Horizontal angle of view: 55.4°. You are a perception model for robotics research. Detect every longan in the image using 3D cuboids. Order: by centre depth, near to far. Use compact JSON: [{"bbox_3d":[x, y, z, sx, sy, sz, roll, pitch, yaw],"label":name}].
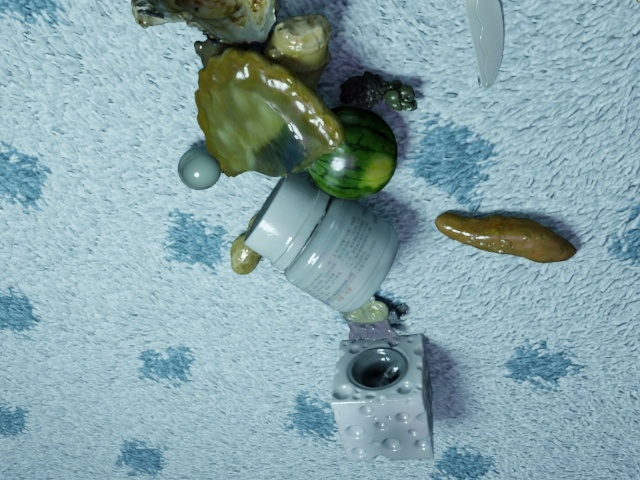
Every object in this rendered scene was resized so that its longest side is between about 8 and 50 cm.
[{"bbox_3d":[-0.212,-0.394,1.296,0.119,0.106,0.106,12,125,-20],"label":"longan"}]

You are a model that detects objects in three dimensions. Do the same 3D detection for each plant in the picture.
[{"bbox_3d":[0.125,-0.316,1.311,0.174,0.087,0.085,11,153,8],"label":"plant"}]

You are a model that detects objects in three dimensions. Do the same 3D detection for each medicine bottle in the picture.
[{"bbox_3d":[0.000,0.000,1.427,0.306,0.245,0.245,32,121,-10],"label":"medicine bottle"}]

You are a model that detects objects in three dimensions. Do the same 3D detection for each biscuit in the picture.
[{"bbox_3d":[-0.127,-0.224,1.267,0.329,0.078,0.335,34,139,2],"label":"biscuit"}]

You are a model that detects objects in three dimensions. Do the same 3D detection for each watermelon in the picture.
[{"bbox_3d":[0.068,-0.196,1.325,0.232,0.127,0.204,20,87,-13],"label":"watermelon"}]

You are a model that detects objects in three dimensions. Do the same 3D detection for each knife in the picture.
[{"bbox_3d":[0.315,-0.464,1.216,0.081,0.043,0.336,-19,123,13],"label":"knife"}]

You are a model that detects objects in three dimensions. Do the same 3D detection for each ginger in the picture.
[{"bbox_3d":[-0.085,-0.338,1.288,0.126,0.190,0.354,54,129,7],"label":"ginger"}]

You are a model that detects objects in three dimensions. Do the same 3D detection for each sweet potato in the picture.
[{"bbox_3d":[0.448,-0.010,1.435,0.355,0.106,0.095,12,89,1],"label":"sweet potato"}]

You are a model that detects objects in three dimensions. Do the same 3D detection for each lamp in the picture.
[{"bbox_3d":[-0.287,-0.170,1.451,0.105,0.105,0.105,4,122,7],"label":"lamp"}]

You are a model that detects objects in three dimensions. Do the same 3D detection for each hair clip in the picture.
[{"bbox_3d":[0.143,0.210,1.650,0.187,0.056,0.146,-12,113,19],"label":"hair clip"}]

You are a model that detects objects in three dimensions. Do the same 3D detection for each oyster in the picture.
[{"bbox_3d":[-0.238,-0.473,1.222,0.337,0.133,0.197,0,88,15],"label":"oyster"}]

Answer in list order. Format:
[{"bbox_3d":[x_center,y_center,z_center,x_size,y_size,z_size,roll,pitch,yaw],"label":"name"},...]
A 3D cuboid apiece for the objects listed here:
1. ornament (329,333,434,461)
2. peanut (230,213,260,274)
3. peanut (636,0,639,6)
[{"bbox_3d":[0.177,0.430,1.671,0.239,0.240,0.239,-6,122,13],"label":"ornament"},{"bbox_3d":[-0.175,0.008,1.561,0.089,0.089,0.193,31,117,-11],"label":"peanut"},{"bbox_3d":[0.603,-0.522,1.088,0.103,0.098,0.229,-20,117,-10],"label":"peanut"}]
